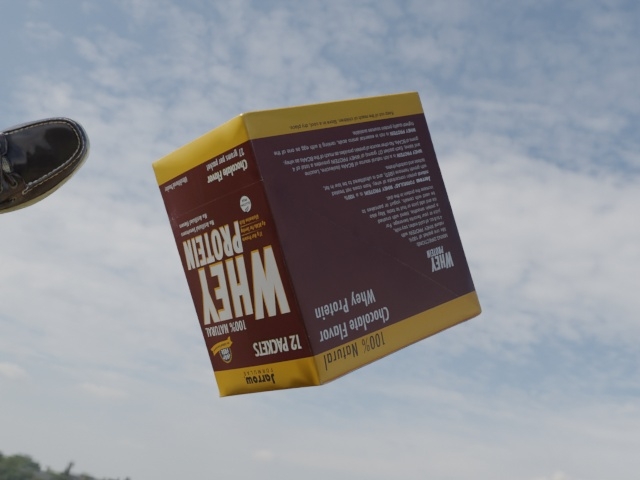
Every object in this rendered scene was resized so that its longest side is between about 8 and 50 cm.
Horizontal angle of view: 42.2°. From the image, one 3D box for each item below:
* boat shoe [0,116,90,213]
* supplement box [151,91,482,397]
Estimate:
[{"bbox_3d":[-0.428,-0.078,1.048,0.285,0.102,0.092,-24,5,-13],"label":"boat shoe"},{"bbox_3d":[0.000,0.000,0.666,0.191,0.194,0.129,-16,-1,-42],"label":"supplement box"}]
